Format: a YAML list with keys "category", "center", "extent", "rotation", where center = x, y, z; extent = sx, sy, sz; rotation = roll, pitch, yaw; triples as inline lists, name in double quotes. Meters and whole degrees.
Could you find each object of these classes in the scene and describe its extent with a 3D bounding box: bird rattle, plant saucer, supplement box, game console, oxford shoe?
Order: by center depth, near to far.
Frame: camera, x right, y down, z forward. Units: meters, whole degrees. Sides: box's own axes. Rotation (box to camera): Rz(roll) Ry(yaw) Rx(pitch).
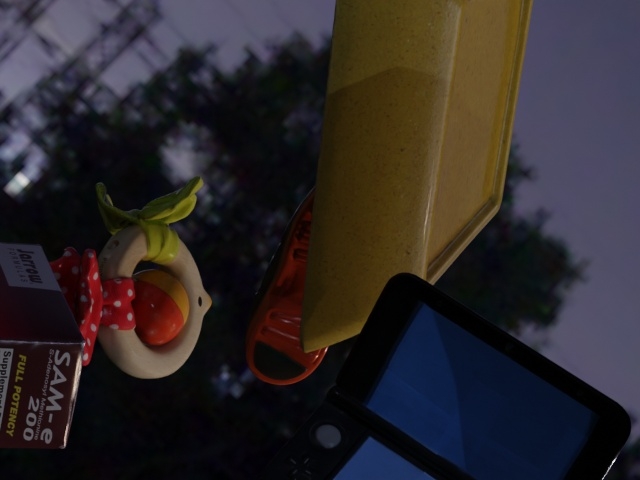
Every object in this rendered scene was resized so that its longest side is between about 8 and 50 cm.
- category: "game console"
  center: [0.056, 0.109, 0.825]
  extent: [0.144, 0.124, 0.085]
  rotation: [32, -37, 16]
- category: "supplement box"
  center: [-0.262, 0.051, 0.916]
  extent: [0.239, 0.073, 0.130]
  rotation: [4, 23, -23]
- category: "plant saucer"
  center: [0.092, -0.107, 1.314]
  extent: [0.081, 0.332, 0.333]
  rotation: [14, 23, 18]
- category: "oxford shoe"
  center: [0.000, 0.000, 1.547]
  extent: [0.097, 0.271, 0.098]
  rotation: [24, 23, -20]
- category: "bird rattle"
  center: [-0.188, 0.052, 1.754]
  extent: [0.143, 0.253, 0.207]
  rotation: [-13, -55, 27]
